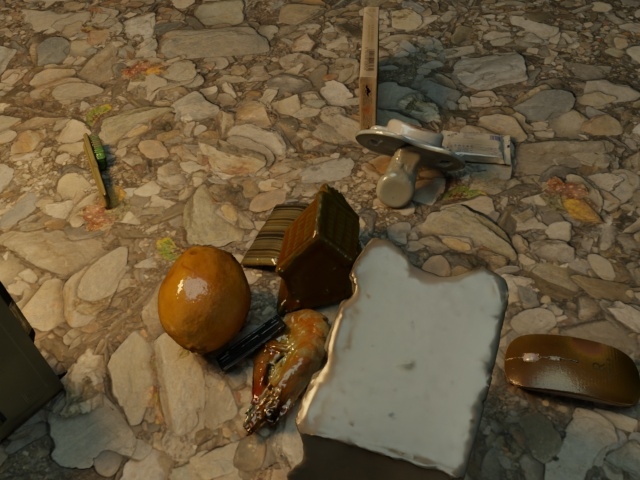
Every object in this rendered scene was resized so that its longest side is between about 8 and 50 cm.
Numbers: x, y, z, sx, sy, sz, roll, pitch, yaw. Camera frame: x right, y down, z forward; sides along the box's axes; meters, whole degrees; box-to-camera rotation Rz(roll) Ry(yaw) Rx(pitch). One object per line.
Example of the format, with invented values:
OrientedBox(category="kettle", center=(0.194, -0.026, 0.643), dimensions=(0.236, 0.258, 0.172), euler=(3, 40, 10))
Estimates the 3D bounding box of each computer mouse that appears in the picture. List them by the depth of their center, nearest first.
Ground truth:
OrientedBox(category="computer mouse", center=(0.475, 0.244, 1.174), dimensions=(0.245, 0.056, 0.126), euler=(8, 48, 14))

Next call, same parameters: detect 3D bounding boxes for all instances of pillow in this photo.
OrientedBox(category="pillow", center=(-0.101, -0.014, 1.450), dimensions=(0.113, 0.038, 0.203), euler=(-1, 45, 35))

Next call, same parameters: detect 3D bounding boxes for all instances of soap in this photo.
OrientedBox(category="soap", center=(0.110, 0.250, 0.904), dimensions=(0.213, 0.435, 0.350), euler=(17, 62, 15))

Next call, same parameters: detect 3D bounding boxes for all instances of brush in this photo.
OrientedBox(category="brush", center=(-0.587, -0.190, 1.652), dimensions=(0.048, 0.054, 0.282), euler=(-11, 46, -23))

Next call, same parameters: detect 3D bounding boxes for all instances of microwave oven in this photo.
OrientedBox(category="microwave oven", center=(-0.675, 0.201, 1.095), dimensions=(0.218, 0.355, 0.286), euler=(28, 56, 27))

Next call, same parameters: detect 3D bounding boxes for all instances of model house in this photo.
OrientedBox(category="model house", center=(-0.004, -0.008, 1.314), dimensions=(0.173, 0.239, 0.268), euler=(2, 49, 7))

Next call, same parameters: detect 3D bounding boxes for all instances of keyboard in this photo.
OrientedBox(category="keyboard", center=(-0.140, 0.206, 1.254), dimensions=(0.155, 0.010, 0.053), euler=(-34, 30, -9))

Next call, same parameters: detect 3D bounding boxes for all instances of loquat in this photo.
OrientedBox(category="loquat", center=(-0.231, 0.113, 1.254), dimensions=(0.176, 0.187, 0.234), euler=(-1, 55, 13))

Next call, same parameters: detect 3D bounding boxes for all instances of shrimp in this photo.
OrientedBox(category="shrimp", center=(-0.079, 0.250, 1.211), dimensions=(0.154, 0.062, 0.294), euler=(7, 45, 27))

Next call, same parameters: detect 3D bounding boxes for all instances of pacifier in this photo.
OrientedBox(category="pacifier", center=(0.205, -0.178, 1.528), dimensions=(0.279, 0.227, 0.207), euler=(16, 82, -6))

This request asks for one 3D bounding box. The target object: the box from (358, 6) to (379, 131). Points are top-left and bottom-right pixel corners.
OrientedBox(category="box", center=(0.139, -0.479, 1.758), dimensions=(0.051, 0.204, 0.365), euler=(1, 48, 5))

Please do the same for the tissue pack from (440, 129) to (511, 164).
OrientedBox(category="tissue pack", center=(0.405, -0.250, 1.648), dimensions=(0.193, 0.026, 0.122), euler=(6, 48, 9))
